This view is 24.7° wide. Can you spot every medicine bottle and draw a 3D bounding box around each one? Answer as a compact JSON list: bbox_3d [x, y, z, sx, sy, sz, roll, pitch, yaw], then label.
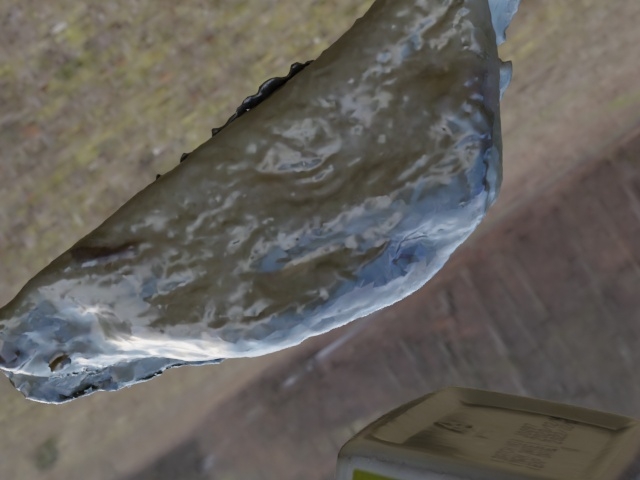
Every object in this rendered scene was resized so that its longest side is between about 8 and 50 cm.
[{"bbox_3d":[0.049,0.151,0.464,0.088,0.188,0.132,9,-174,18],"label":"medicine bottle"}]

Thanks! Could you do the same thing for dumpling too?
[{"bbox_3d":[-0.001,0.000,0.708,0.332,0.166,0.086,-39,-140,9],"label":"dumpling"}]
